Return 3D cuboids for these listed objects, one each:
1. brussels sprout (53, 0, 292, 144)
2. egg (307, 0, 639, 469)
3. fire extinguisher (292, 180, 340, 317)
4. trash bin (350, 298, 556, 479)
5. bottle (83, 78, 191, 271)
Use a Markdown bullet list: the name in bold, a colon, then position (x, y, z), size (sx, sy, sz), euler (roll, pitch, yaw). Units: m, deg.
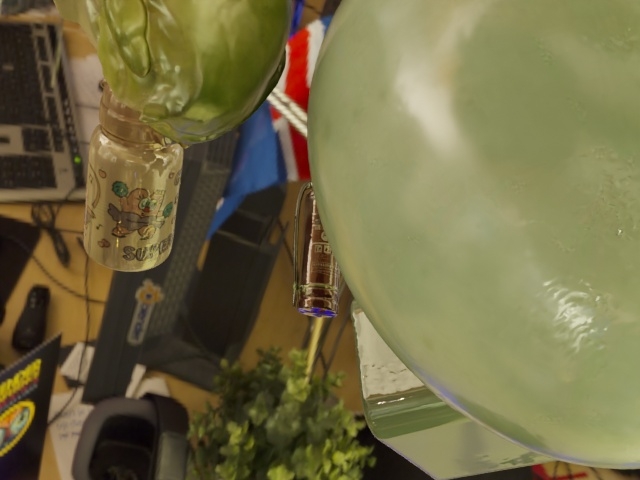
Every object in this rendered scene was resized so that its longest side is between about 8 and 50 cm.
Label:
- **brussels sprout**: position (-0.095, -0.156, 0.604), size (0.145, 0.131, 0.183), euler (-38, 107, -25)
- **egg**: position (0.134, -0.045, 0.578), size (0.276, 0.276, 0.389), euler (1, 48, -22)
- **fire extinguisher**: position (0.000, 0.000, 0.974), size (0.064, 0.043, 0.158), euler (12, 67, -23)
- **trash bin**: position (0.223, 0.086, 0.810), size (0.343, 0.223, 0.158), euler (-17, 57, 21)
- **bottle**: position (-0.187, -0.073, 0.973), size (0.110, 0.209, 0.097), euler (30, 38, 22)
